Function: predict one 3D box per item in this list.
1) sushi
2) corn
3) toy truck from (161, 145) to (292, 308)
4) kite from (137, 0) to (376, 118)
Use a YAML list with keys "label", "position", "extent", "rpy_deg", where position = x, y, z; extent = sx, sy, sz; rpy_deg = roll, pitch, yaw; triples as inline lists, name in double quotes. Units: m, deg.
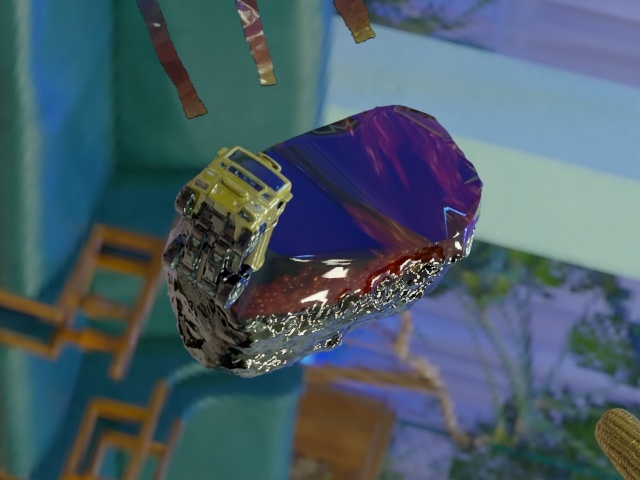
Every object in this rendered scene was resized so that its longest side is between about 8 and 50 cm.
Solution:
- label: "sushi"
  position: [0.000, 0.000, 1.284]
  extent: [0.225, 0.136, 0.126]
  rpy_deg: [-22, 157, -39]
- label: "corn"
  position: [0.219, 0.150, 1.294]
  extent: [0.092, 0.037, 0.037]
  rpy_deg: [52, -37, 45]
- label: "toy truck"
  position: [-0.049, -0.010, 1.039]
  extent: [0.054, 0.049, 0.083]
  rpy_deg: [-46, 166, -36]
- label: "kite"
  position: [-0.078, -0.258, 1.081]
  extent: [0.360, 0.204, 0.022]
  rpy_deg: [68, 13, 9]
